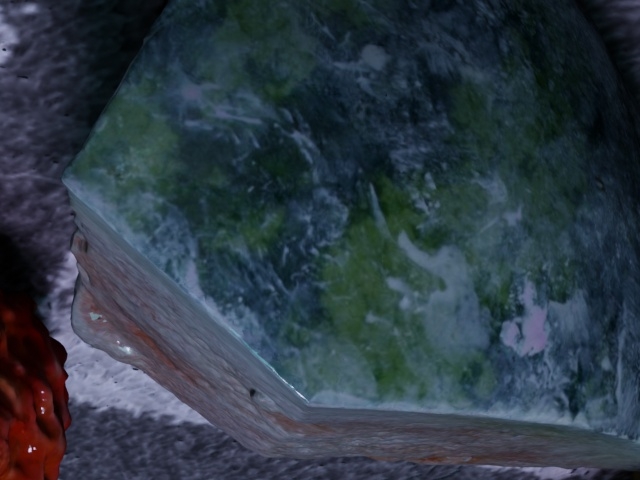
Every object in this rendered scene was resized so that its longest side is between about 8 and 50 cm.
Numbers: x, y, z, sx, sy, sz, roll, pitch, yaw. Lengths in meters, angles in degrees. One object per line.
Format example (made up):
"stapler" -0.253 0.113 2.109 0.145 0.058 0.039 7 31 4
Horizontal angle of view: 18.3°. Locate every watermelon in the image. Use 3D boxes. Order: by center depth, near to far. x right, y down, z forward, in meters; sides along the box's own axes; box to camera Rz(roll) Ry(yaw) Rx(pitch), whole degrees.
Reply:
"watermelon" 0.000 0.000 0.869 0.258 0.228 0.387 -19 153 35

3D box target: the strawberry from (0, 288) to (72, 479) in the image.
"strawberry" -0.243 0.139 1.018 0.265 0.149 0.336 -19 164 -8

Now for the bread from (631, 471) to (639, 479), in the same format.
"bread" 0.226 0.138 0.989 0.142 0.253 0.227 31 133 -2
